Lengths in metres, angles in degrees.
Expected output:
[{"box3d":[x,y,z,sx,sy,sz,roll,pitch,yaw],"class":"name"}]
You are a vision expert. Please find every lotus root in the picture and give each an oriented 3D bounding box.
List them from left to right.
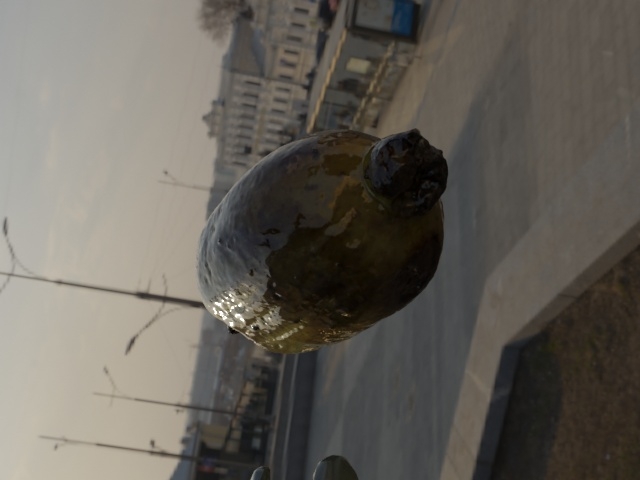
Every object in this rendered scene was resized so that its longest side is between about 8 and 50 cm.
[{"box3d":[0.000,0.000,0.554,0.260,0.145,0.128,-41,29,49],"class":"lotus root"}]

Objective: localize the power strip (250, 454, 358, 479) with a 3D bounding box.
[{"box3d":[-0.012,0.184,0.306,0.224,0.139,0.140,-82,-17,-64],"class":"power strip"}]
